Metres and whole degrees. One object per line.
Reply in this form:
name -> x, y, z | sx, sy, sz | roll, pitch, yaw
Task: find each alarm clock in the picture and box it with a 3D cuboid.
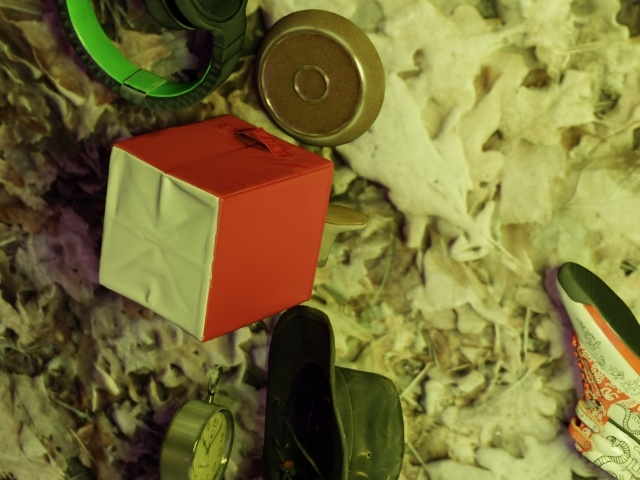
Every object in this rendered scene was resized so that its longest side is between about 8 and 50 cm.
alarm clock -> -0.160, 0.255, 1.870 | 0.064, 0.129, 0.192 | 16, 87, 20

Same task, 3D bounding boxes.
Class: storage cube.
storage cube -> -0.125, -0.021, 1.673 | 0.184, 0.193, 0.215 | 27, 120, 33

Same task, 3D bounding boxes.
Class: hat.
hat -> 0.028, 0.245, 1.750 | 0.134, 0.331, 0.331 | 1, 116, -18

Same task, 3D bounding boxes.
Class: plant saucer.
plant saucer -> -0.007, -0.187, 1.678 | 0.168, 0.029, 0.168 | 8, 114, 20

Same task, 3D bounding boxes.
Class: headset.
headset -> -0.182, -0.343, 1.655 | 0.243, 0.185, 0.394 | 24, 133, 17

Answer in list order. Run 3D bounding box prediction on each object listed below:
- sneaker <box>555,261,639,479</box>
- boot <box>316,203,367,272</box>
sneaker -> 0.323, 0.163, 1.637 | 0.145, 0.090, 0.270 | -40, 94, 28
boot -> 0.000, 0.000, 1.745 | 0.118, 0.042, 0.087 | 13, 121, 20
